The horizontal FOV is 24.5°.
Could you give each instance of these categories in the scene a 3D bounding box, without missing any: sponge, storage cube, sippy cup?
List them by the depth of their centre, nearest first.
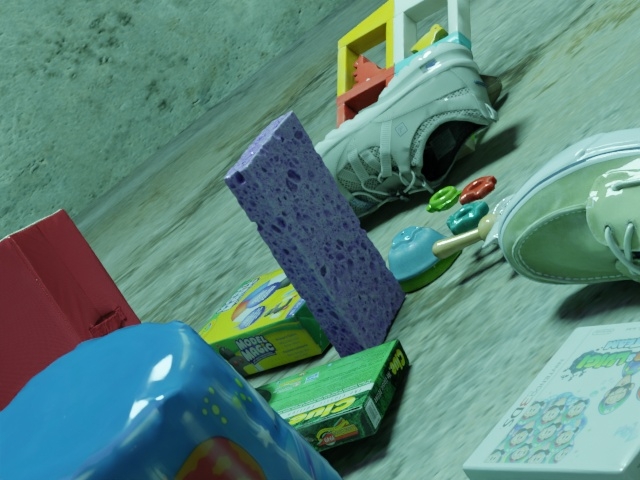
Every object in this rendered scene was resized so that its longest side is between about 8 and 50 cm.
[{"bbox_3d":[-0.085,0.176,0.854,0.240,0.224,0.305,-43,24,-22],"label":"sippy cup"},{"bbox_3d":[0.000,0.000,1.306,0.031,0.210,0.117,-24,17,30],"label":"sponge"},{"bbox_3d":[-0.368,0.102,1.824,0.215,0.193,0.183,-32,4,16],"label":"storage cube"}]

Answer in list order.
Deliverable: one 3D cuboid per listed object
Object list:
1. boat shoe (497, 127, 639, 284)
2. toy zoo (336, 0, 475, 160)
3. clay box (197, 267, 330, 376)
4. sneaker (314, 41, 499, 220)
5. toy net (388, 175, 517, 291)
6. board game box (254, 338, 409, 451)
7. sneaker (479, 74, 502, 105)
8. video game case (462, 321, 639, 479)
[{"bbox_3d":[0.240,-0.022,1.019,0.302,0.109,0.094,-20,24,41],"label":"boat shoe"},{"bbox_3d":[0.098,-0.194,1.753,0.192,0.030,0.293,-26,48,36],"label":"toy zoo"},{"bbox_3d":[-0.050,0.078,1.490,0.222,0.053,0.127,-20,22,47],"label":"clay box"},{"bbox_3d":[0.076,-0.084,1.599,0.105,0.115,0.281,8,-46,-46],"label":"sneaker"},{"bbox_3d":[0.150,-0.012,1.329,0.122,0.045,0.232,-42,17,-27],"label":"toy net"},{"bbox_3d":[-0.059,0.156,1.209,0.260,0.030,0.136,-21,10,22],"label":"board game box"},{"bbox_3d":[0.140,-0.152,1.779,0.188,0.066,0.071,-15,9,45],"label":"sneaker"},{"bbox_3d":[0.180,0.102,0.940,0.143,0.019,0.157,-45,17,-28],"label":"video game case"}]
